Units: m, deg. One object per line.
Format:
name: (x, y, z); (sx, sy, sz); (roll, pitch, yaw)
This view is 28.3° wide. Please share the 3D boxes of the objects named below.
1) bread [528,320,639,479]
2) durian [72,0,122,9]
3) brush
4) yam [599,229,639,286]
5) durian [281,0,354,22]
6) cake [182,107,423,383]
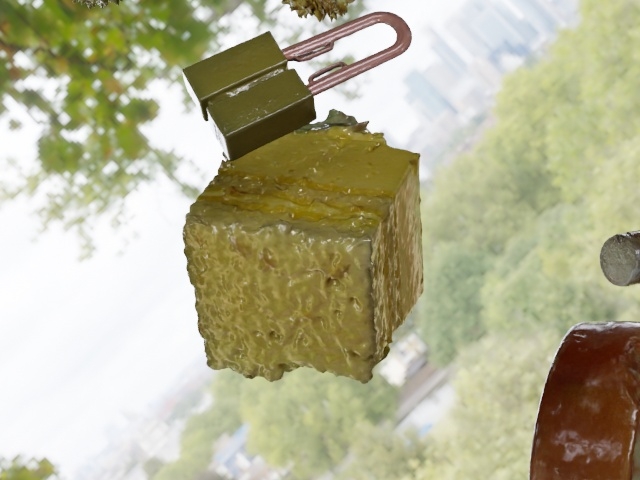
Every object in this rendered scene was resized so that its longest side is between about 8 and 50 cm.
bread: (0.310, 0.232, 1.303); (0.114, 0.295, 0.328); (-2, 31, 28)
durian: (-0.230, -0.333, 1.515); (0.108, 0.119, 0.186); (6, -31, -47)
brush: (-0.013, -0.175, 1.286); (0.233, 0.103, 0.047); (-26, -27, -10)
yam: (0.452, 0.018, 1.716); (0.141, 0.079, 0.079); (-7, -19, -28)
durian: (0.011, -0.430, 1.880); (0.138, 0.183, 0.250); (-11, 24, 39)
cake: (0.000, 0.000, 1.480); (0.286, 0.222, 0.227); (-60, -28, -50)
